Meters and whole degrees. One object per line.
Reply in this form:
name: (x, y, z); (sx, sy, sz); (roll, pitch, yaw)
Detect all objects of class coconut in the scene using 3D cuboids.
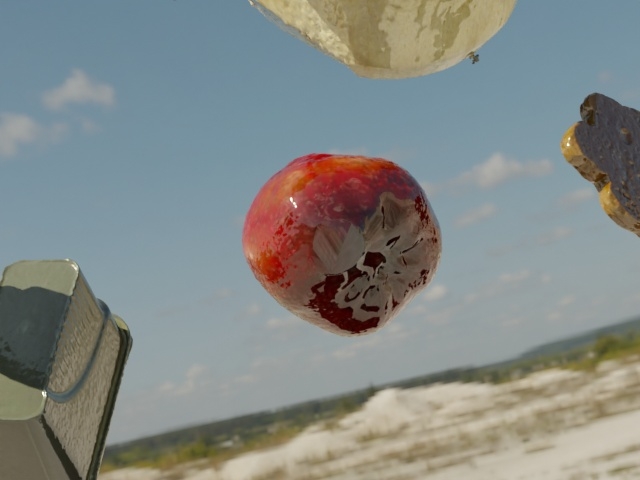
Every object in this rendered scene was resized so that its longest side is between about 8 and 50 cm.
coconut: (0.077, -0.431, 1.567); (0.404, 0.405, 0.404); (-12, -7, -2)

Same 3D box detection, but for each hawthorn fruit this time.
hawthorn fruit: (0.000, 0.000, 1.459); (0.266, 0.210, 0.230); (7, -12, 46)

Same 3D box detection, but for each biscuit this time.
biscuit: (0.405, -0.078, 1.544); (0.290, 0.209, 0.041); (18, -39, -32)

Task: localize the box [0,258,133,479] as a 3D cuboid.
box: (-0.316, 0.154, 1.405); (0.138, 0.274, 0.178); (-1, -41, 6)
